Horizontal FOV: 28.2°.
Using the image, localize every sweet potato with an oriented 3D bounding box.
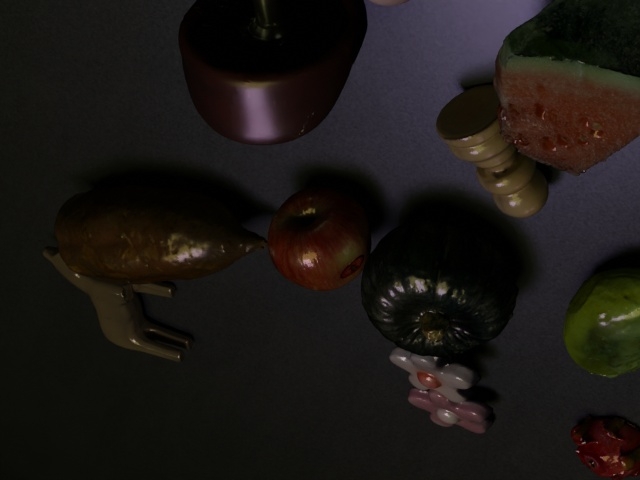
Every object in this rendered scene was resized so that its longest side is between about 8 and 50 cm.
[{"bbox_3d":[-0.245,-0.011,1.918,0.370,0.158,0.157,-2,132,39],"label":"sweet potato"}]

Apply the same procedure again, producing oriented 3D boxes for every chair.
[{"bbox_3d":[-0.070,-0.315,1.345,0.227,0.226,0.401,16,141,22],"label":"chair"}]

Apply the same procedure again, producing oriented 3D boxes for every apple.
[{"bbox_3d":[0.000,0.000,1.749,0.146,0.146,0.131,9,148,30],"label":"apple"}]

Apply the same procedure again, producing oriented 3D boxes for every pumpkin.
[{"bbox_3d":[0.155,0.070,1.698,0.212,0.152,0.211,19,147,13],"label":"pumpkin"}]

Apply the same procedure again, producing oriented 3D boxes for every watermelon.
[{"bbox_3d":[0.281,-0.163,1.365,0.193,0.139,0.256,23,154,6],"label":"watermelon"}]

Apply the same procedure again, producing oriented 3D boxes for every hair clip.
[{"bbox_3d":[0.188,0.221,1.932,0.146,0.075,0.257,9,143,23],"label":"hair clip"}]

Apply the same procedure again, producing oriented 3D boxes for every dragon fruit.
[{"bbox_3d":[0.423,0.313,1.860,0.126,0.068,0.112,34,145,1],"label":"dragon fruit"}]

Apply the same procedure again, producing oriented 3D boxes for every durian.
[{"bbox_3d":[0.381,0.109,1.617,0.139,0.101,0.250,33,145,-1],"label":"durian"}]

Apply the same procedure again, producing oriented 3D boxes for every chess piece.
[{"bbox_3d":[0.215,-0.093,1.515,0.094,0.094,0.170,-4,134,40],"label":"chess piece"}]

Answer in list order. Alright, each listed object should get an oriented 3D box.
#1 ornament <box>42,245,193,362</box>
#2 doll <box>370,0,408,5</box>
[{"bbox_3d":[-0.355,0.097,2.200,0.245,0.061,0.230,13,139,21],"label":"ornament"},{"bbox_3d":[0.113,-0.352,1.220,0.094,0.160,0.365,36,147,5],"label":"doll"}]
